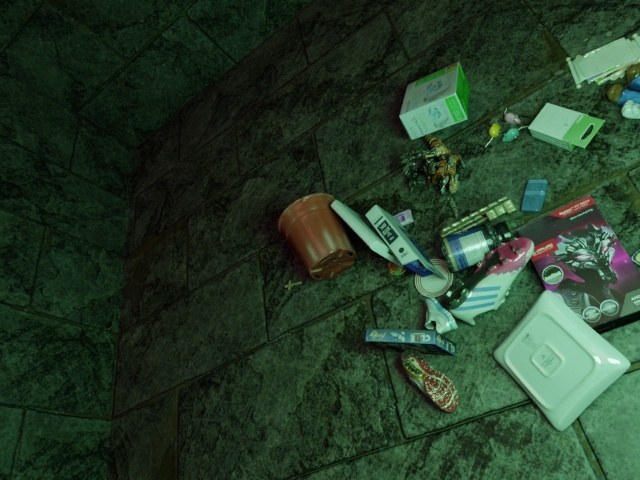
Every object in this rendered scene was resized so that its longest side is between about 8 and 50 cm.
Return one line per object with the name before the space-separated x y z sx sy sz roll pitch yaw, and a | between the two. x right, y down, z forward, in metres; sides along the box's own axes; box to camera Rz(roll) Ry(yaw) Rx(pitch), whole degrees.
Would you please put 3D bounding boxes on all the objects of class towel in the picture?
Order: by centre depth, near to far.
towel | 0.703 -0.145 1.555 0.067 0.029 0.120 8 72 41

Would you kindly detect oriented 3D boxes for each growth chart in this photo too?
growth chart | 0.968 -0.600 1.593 0.237 0.021 0.172 -14 59 33

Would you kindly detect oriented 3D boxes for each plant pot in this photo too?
plant pot | 0.000 0.000 1.901 0.272 0.272 0.265 -38 56 17

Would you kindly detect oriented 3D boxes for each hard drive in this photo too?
hard drive | 0.179 -0.029 1.775 0.040 0.203 0.307 -51 41 11

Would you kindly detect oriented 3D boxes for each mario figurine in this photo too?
mario figurine | 1.008 -0.435 1.363 0.320 0.170 0.198 48 135 51

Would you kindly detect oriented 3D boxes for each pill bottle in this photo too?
pill bottle | 0.509 0.019 1.546 0.219 0.123 0.123 -21 54 13

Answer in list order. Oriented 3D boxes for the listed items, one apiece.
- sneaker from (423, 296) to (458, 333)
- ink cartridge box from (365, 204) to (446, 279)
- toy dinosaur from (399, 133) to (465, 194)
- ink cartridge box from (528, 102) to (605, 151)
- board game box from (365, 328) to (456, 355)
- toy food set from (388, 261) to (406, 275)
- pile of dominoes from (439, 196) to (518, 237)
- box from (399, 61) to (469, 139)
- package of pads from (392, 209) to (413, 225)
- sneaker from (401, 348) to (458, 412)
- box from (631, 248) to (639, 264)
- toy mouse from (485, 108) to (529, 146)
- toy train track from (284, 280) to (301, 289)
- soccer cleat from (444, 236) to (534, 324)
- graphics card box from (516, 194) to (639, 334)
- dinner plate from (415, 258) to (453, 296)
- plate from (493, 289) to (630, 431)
sneaker | 0.366 0.245 1.539 0.082 0.071 0.191 -31 18 -2
ink cartridge box | 0.296 0.022 1.669 0.065 0.165 0.333 -46 49 15
toy dinosaur | 0.429 -0.292 1.808 0.218 0.164 0.322 -18 31 15
ink cartridge box | 0.812 -0.368 1.564 0.109 0.062 0.209 -53 46 3
board game box | 0.291 0.330 1.536 0.243 0.165 0.042 -6 63 37
toy food set | 0.290 0.091 1.767 0.083 0.020 0.082 -54 46 1
pile of dominoes | 0.517 -0.055 1.556 0.251 0.196 0.040 -31 72 23
box | 0.452 -0.545 1.860 0.231 0.127 0.262 -15 38 32
package of pads | 0.315 -0.081 1.831 0.083 0.032 0.050 -25 54 27
sneaker | 0.345 0.444 1.497 0.088 0.093 0.225 -32 60 -16
box | 0.957 0.069 1.228 0.136 0.036 0.225 -48 48 7
toy mouse | 0.683 -0.415 1.715 0.143 0.031 0.161 11 74 42
toy train track | -0.116 0.193 2.045 0.083 0.014 0.048 -17 50 25
soccer cleat | 0.539 0.129 1.465 0.331 0.143 0.116 -45 18 20
graphics card box | 0.749 0.076 1.354 0.232 0.094 0.371 -29 53 25
dinner plate | 0.398 0.133 1.659 0.141 0.017 0.141 -19 55 30
plate | 0.623 0.323 1.283 0.278 0.045 0.277 55 129 42
